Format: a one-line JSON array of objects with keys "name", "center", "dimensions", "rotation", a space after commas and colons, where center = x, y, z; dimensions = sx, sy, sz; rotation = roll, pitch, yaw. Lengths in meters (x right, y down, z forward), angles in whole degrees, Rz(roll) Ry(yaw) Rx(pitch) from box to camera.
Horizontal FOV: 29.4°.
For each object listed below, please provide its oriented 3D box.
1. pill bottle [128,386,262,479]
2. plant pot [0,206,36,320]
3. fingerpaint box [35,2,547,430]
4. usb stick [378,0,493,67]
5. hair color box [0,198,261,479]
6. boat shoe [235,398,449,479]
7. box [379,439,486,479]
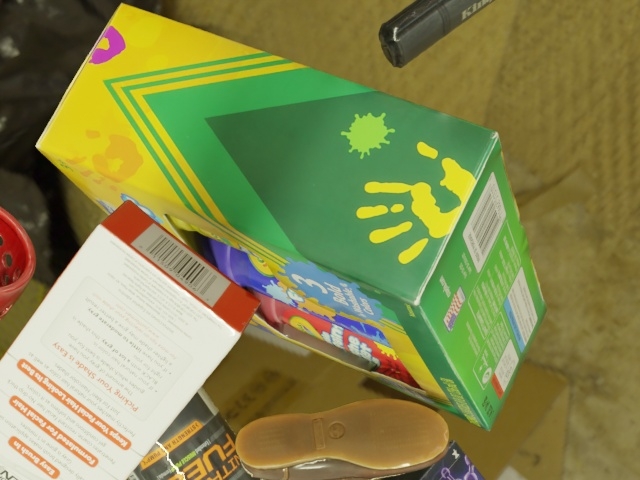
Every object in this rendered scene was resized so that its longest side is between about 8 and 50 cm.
[{"name": "pill bottle", "center": [-0.139, 0.273, 1.393], "dimensions": [0.246, 0.130, 0.130], "rotation": [55, 138, -2]}, {"name": "plant pot", "center": [-0.499, 0.052, 1.620], "dimensions": [0.191, 0.191, 0.174], "rotation": [45, 123, 7]}, {"name": "fingerpaint box", "center": [0.000, 0.000, 1.173], "dimensions": [0.371, 0.163, 0.445], "rotation": [22, 166, 22]}, {"name": "usb stick", "center": [0.188, -0.308, 1.485], "dimensions": [0.045, 0.278, 0.077], "rotation": [50, 172, 28]}, {"name": "hair color box", "center": [-0.119, 0.073, 0.655], "dimensions": [0.093, 0.053, 0.167], "rotation": [38, 109, -3]}, {"name": "boat shoe", "center": [0.024, 0.200, 1.184], "dimensions": [0.207, 0.073, 0.073], "rotation": [-3, 148, 10]}, {"name": "box", "center": [0.109, 0.393, 1.454], "dimensions": [0.184, 0.261, 0.103], "rotation": [51, 151, -8]}]
